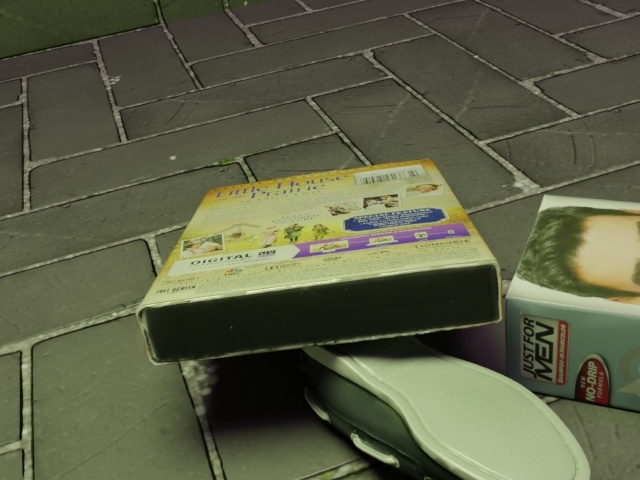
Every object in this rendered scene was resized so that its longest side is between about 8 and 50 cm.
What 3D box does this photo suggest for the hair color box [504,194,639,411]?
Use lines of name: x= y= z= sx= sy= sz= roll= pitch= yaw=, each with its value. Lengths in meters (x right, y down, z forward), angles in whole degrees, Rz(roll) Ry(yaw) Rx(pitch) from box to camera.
hair color box: x=0.373 y=0.066 z=0.709 sx=0.375 sy=0.113 sz=0.185 roll=7 pitch=36 yaw=24

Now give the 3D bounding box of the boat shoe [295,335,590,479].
boat shoe: x=0.089 y=0.152 z=0.664 sx=0.114 sy=0.091 sz=0.302 roll=-16 pitch=29 yaw=-29

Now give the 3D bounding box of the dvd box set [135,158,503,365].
dvd box set: x=0.000 y=0.000 z=0.849 sx=0.308 sy=0.062 sz=0.420 roll=-8 pitch=17 yaw=2
